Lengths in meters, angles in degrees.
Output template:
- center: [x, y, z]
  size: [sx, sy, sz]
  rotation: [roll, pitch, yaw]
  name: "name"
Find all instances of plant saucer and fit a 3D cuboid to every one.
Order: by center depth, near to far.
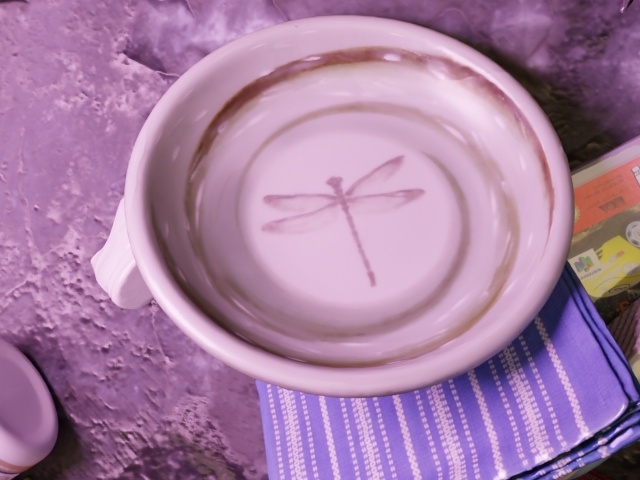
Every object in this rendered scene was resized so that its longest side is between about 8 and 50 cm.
- center: [0.026, -0.032, 0.834]
  size: [0.401, 0.100, 0.400]
  rotation: [0, 60, 0]
  name: "plant saucer"

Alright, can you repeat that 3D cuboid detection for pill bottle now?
- center: [-0.423, 0.223, 0.932]
  size: [0.265, 0.153, 0.153]
  rotation: [-32, 87, 8]
  name: "pill bottle"

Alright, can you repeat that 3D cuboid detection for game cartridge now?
- center: [0.303, 0.010, 0.869]
  size: [0.294, 0.060, 0.196]
  rotation: [-28, 92, 9]
  name: "game cartridge"

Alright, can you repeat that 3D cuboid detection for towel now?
- center: [0.091, 0.137, 0.788]
  size: [0.336, 0.243, 0.040]
  rotation: [-29, 128, 13]
  name: "towel"

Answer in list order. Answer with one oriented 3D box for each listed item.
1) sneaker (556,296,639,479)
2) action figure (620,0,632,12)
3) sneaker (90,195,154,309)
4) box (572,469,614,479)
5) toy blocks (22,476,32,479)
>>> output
- center: [0.342, 0.105, 0.776]
  size: [0.150, 0.135, 0.366]
  rotation: [44, 101, 2]
  name: "sneaker"
- center: [0.384, -0.260, 0.803]
  size: [0.276, 0.141, 0.164]
  rotation: [22, 97, 4]
  name: "action figure"
- center: [-0.163, -0.035, 0.930]
  size: [0.212, 0.080, 0.094]
  rotation: [-49, 53, -2]
  name: "sneaker"
- center: [0.313, 0.321, 0.840]
  size: [0.257, 0.128, 0.122]
  rotation: [27, 96, 7]
  name: "box"
- center: [-0.225, 0.415, 0.856]
  size: [0.191, 0.261, 0.381]
  rotation: [-38, 86, 8]
  name: "toy blocks"
